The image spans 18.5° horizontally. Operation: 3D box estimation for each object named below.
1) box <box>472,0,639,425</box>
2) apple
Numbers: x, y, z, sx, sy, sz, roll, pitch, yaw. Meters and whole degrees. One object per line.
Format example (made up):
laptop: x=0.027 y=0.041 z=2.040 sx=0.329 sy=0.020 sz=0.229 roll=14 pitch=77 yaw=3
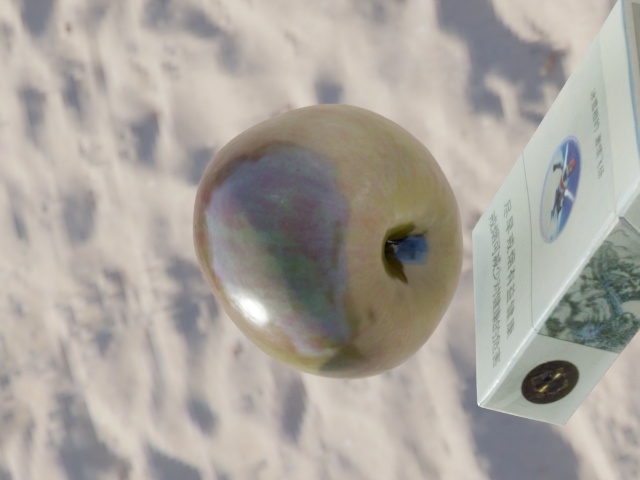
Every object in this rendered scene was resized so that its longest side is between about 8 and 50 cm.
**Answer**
box: x=0.181 y=-0.016 z=1.307 sx=0.256 sy=0.069 sz=0.164 roll=119 pitch=160 yaw=-47
apple: x=0.000 y=0.000 z=1.852 sx=0.234 sy=0.257 sz=0.256 roll=8 pitch=109 yaw=36
